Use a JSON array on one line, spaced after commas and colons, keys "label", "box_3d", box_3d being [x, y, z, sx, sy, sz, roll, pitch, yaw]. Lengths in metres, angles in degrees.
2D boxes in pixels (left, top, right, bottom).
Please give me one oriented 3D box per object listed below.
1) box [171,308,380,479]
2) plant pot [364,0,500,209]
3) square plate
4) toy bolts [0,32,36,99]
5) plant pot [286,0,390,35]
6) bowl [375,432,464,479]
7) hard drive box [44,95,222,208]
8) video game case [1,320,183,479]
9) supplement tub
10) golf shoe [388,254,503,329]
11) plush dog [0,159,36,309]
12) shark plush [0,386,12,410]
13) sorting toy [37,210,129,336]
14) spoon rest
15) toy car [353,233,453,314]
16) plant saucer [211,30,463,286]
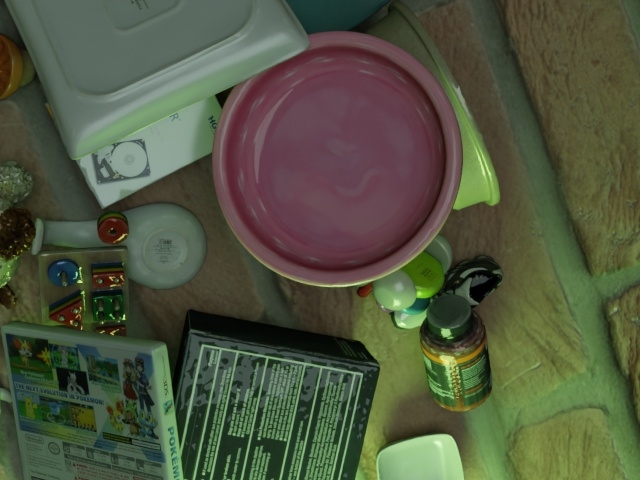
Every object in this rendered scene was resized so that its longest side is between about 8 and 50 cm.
[{"label": "box", "box_3d": [-0.092, 0.284, 1.795, 0.294, 0.183, 0.296, 12, 96, -10]}, {"label": "plant pot", "box_3d": [0.052, -0.134, 1.710, 0.305, 0.334, 0.334, -28, 100, 1]}, {"label": "square plate", "box_3d": [-0.236, -0.316, 1.545, 0.344, 0.049, 0.347, -26, 63, -3]}, {"label": "toy bolts", "box_3d": [-0.522, -0.331, 1.712, 0.218, 0.158, 0.229, 18, 107, 29]}, {"label": "plant pot", "box_3d": [0.011, -0.392, 1.753, 0.234, 0.165, 0.166, -30, 100, -12]}, {"label": "bowl", "box_3d": [0.161, 0.387, 1.913, 0.142, 0.053, 0.142, -12, 99, -8]}, {"label": "hard drive box", "box_3d": [-0.272, -0.182, 1.764, 0.232, 0.089, 0.181, -29, 100, -5]}, {"label": "video game case", "box_3d": [-0.336, 0.279, 1.711, 0.036, 0.329, 0.300, -20, 109, -50]}, {"label": "supplement tub", "box_3d": [0.213, 0.174, 1.827, 0.106, 0.106, 0.198, -20, 135, -6]}, {"label": "golf shoe", "box_3d": [0.203, 0.085, 1.866, 0.198, 0.094, 0.077, -30, 101, -3]}, {"label": "plush dog", "box_3d": [-0.513, 0.025, 1.679, 0.262, 0.225, 0.211, -27, 99, -5]}, {"label": "shark plush", "box_3d": [-0.545, 0.225, 1.786, 0.067, 0.073, 0.161, -28, 106, 26]}, {"label": "sorting toy", "box_3d": [-0.354, 0.085, 1.745, 0.132, 0.046, 0.275, -3, 124, -14]}, {"label": "spoon rest", "box_3d": [-0.310, 0.001, 1.794, 0.276, 0.084, 0.137, 7, 97, -23]}, {"label": "toy car", "box_3d": [0.109, 0.051, 1.823, 0.182, 0.159, 0.136, 29, 136, 23]}, {"label": "plant saucer", "box_3d": [0.024, -0.105, 1.532, 0.332, 0.084, 0.332, 0, 89, 12]}]
